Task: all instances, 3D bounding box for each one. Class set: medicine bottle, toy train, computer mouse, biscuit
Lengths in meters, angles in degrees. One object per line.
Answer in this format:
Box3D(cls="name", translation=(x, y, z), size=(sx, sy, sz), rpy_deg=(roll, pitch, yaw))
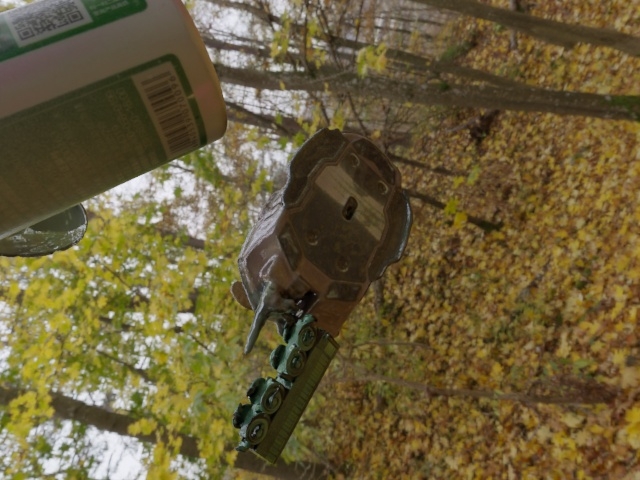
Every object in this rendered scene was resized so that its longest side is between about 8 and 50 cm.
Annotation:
Box3D(cls="medicine bottle", translation=(-0.213, -0.077, 0.333), size=(0.133, 0.274, 0.133), rpy_deg=(52, 162, 25))
Box3D(cls="toy train", translation=(-0.035, 0.146, 0.484), size=(0.148, 0.038, 0.071), rpy_deg=(-57, -45, -27))
Box3D(cls="computer mouse", translation=(-0.003, 0.001, 0.647), size=(0.115, 0.199, 0.389), rpy_deg=(-33, 21, 52))
Box3D(cls="biscuit", translation=(-0.218, 0.166, 1.449), size=(0.015, 0.120, 0.120), rpy_deg=(-50, 15, 21))

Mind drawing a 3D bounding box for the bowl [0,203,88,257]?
Box3D(cls="bowl", translation=(-0.540, -0.107, 0.788), size=(0.313, 0.314, 0.146), rpy_deg=(106, 160, -57))
